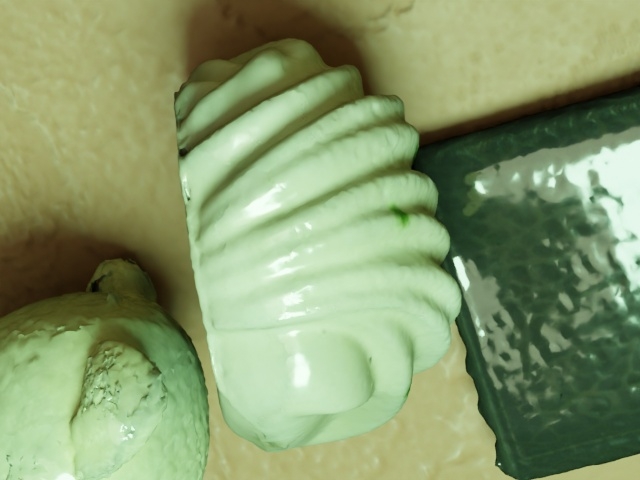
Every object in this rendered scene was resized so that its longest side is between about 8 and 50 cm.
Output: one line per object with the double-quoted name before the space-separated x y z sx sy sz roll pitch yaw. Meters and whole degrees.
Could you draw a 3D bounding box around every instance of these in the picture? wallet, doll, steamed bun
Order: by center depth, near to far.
"steamed bun" 0.000 0.000 0.695 0.106 0.183 0.183 -7 112 -3
"wallet" 0.210 -0.006 0.741 0.321 0.044 0.170 -16 109 14
"doll" -0.129 0.152 0.749 0.149 0.175 0.278 2 108 -11
